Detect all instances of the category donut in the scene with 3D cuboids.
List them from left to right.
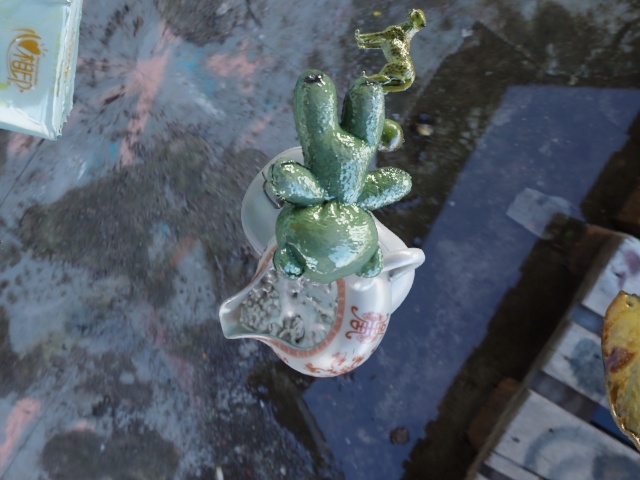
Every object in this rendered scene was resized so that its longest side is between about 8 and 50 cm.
[{"bbox_3d":[0.413,0.191,1.017,0.151,0.295,0.112,-55,142,-8],"label":"donut"}]

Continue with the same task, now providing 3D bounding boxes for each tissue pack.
[{"bbox_3d":[-0.600,-0.346,1.612,0.388,0.162,0.287,12,127,-7],"label":"tissue pack"}]

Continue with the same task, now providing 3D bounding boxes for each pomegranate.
[{"bbox_3d":[0.124,-0.207,1.957,0.084,0.073,0.073,-12,102,-17],"label":"pomegranate"}]

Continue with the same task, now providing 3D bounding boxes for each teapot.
[{"bbox_3d":[0.009,0.049,0.956,0.116,0.245,0.159,10,59,-37],"label":"teapot"}]

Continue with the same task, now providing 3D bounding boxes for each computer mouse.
[{"bbox_3d":[0.000,0.000,1.438,0.184,0.121,0.297,-42,81,18],"label":"computer mouse"}]

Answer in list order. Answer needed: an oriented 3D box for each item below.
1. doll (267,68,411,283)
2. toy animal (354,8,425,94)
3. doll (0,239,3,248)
[{"bbox_3d":[0.008,-0.044,0.702,0.115,0.077,0.150,4,98,-31],"label":"doll"},{"bbox_3d":[0.139,-0.339,1.823,0.136,0.073,0.181,-9,63,8],"label":"toy animal"},{"bbox_3d":[-0.639,-0.089,1.766,0.144,0.271,0.208,11,114,-26],"label":"doll"}]
